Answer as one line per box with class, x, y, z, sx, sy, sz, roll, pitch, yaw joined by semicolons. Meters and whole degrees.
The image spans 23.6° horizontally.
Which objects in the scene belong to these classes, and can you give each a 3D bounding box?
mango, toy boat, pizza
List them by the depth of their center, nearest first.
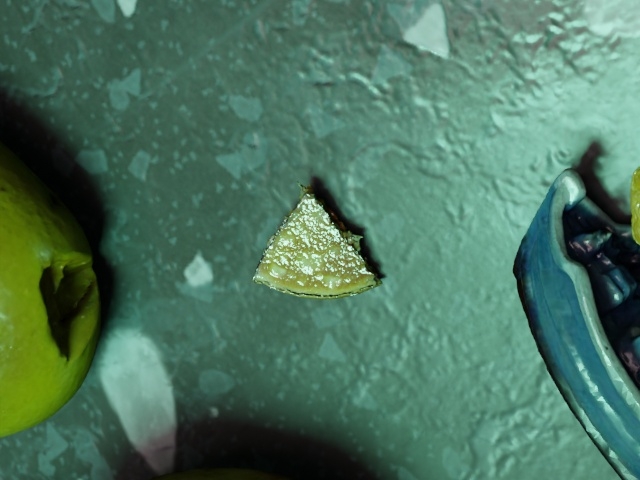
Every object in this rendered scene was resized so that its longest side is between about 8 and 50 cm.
toy boat;0.254;0.083;1.109;0.142;0.129;0.309;-36;87;40
pizza;0.005;0.014;1.246;0.099;0.029;0.100;29;117;2
mango;-0.337;0.004;1.284;0.253;0.182;0.365;-35;94;30

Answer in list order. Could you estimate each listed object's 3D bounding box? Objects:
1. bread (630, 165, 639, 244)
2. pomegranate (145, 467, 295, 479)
bread;0.275;-0.029;1.073;0.053;0.132;0.074;24;118;54
pomegranate;-0.097;0.353;1.224;0.338;0.338;0.338;6;108;20
